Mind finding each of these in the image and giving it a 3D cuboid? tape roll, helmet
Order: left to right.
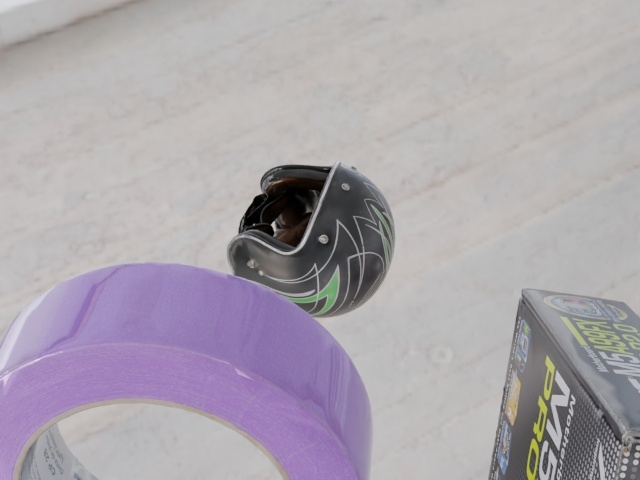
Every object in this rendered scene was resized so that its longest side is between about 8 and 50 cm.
[{"bbox_3d":[-0.103,0.151,0.813,0.274,0.275,0.090,0,34,6],"label":"tape roll"},{"bbox_3d":[0.000,0.000,1.261,0.161,0.169,0.169,0,39,24],"label":"helmet"}]

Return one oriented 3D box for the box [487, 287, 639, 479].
[{"bbox_3d":[0.117,0.178,0.557,0.060,0.270,0.216,7,13,-1],"label":"box"}]
